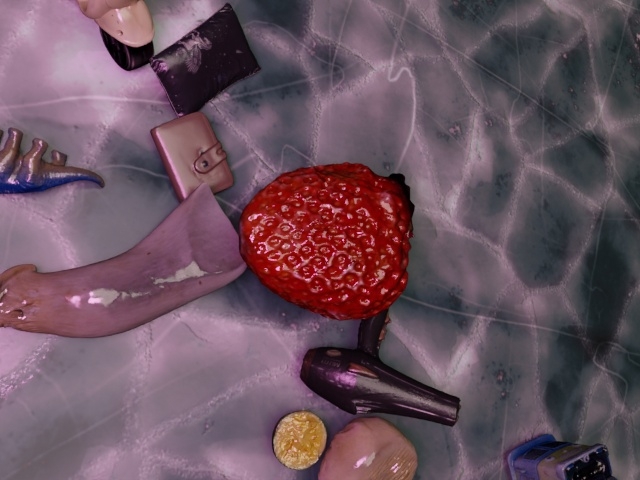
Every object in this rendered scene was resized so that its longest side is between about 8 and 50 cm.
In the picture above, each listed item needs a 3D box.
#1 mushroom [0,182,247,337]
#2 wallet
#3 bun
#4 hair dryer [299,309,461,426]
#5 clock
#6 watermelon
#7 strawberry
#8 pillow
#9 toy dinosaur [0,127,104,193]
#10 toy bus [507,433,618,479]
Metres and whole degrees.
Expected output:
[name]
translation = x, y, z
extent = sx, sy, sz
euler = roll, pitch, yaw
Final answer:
[mushroom]
translation = -0.322, 0.062, 0.981
extent = 0.397, 0.126, 0.177
euler = -27, 85, -26
[wallet]
translation = -0.231, -0.151, 1.100
extent = 0.118, 0.038, 0.153
euler = -28, 99, -26
[bun]
translation = 0.077, 0.420, 1.115
extent = 0.193, 0.128, 0.178
euler = -50, 132, -9
[hair dryer]
translation = 0.141, 0.176, 1.178
extent = 0.303, 0.120, 0.360
euler = 12, 58, 8
[clock]
translation = -0.378, -0.482, 0.959
extent = 0.120, 0.276, 0.379
euler = -38, 96, -27
[watermelon]
translation = -0.043, 0.361, 1.104
extent = 0.105, 0.062, 0.106
euler = 1, 87, -20
[strawberry]
translation = 0.005, 0.001, 1.077
extent = 0.309, 0.292, 0.292
euler = 3, 80, -9
[pillow]
translation = -0.213, -0.331, 1.119
extent = 0.208, 0.055, 0.141
euler = -44, 127, -25
[toy dinosaur]
translation = -0.490, -0.078, 0.966
extent = 0.247, 0.075, 0.188
euler = 22, 83, -27
[toy bus]
translation = 0.540, 0.594, 1.282
extent = 0.151, 0.190, 0.313
euler = -12, 88, -26
